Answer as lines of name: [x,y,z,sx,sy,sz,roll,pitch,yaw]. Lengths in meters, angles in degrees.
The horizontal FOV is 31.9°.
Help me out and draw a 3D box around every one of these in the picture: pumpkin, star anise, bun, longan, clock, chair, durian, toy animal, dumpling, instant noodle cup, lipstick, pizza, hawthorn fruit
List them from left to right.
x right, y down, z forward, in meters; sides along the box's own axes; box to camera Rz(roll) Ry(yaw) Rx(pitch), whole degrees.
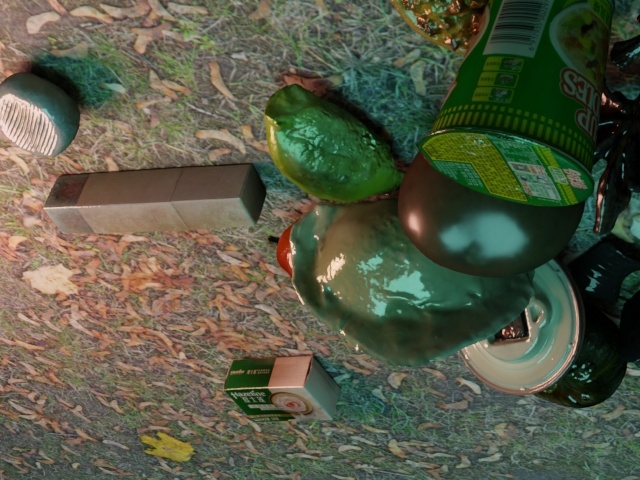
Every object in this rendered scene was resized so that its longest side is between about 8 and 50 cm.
bun: [-0.429,-0.197,1.708,0.141,0.083,0.141,15,139,13]
lipstick: [-0.273,-0.065,1.831,0.371,0.080,0.076,-2,140,23]
hawthorn fruit: [-0.005,0.015,1.801,0.125,0.125,0.140,22,147,-9]
durian: [0.011,-0.125,1.612,0.139,0.101,0.250,-18,134,38]
dumpling: [0.125,0.032,1.670,0.321,0.270,0.212,-3,115,34]
pizza: [0.151,-0.295,1.368,0.175,0.046,0.134,32,143,-21]
longan: [0.225,-0.055,1.495,0.248,0.248,0.248,11,145,8]
clock: [0.301,0.120,1.749,0.244,0.244,0.056,-19,169,40]
instant noodle cup: [0.240,-0.185,1.294,0.207,0.232,0.207,16,167,4]
pumpkin: [0.394,0.184,1.838,0.224,0.157,0.223,23,150,14]
chair: [0.497,0.111,1.715,0.221,0.145,0.140,24,144,-10]
star anise: [0.392,-0.130,1.349,0.283,0.212,0.129,-15,139,35]
toy animal: [0.428,-0.267,1.275,0.202,0.105,0.070,-36,79,42]

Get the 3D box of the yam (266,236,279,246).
yam: [-0.041,0.012,1.903,0.107,0.014,0.014,14,145,4]

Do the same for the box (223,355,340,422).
box: [-0.078,0.302,2.268,0.199,0.081,0.135,-8,139,28]
